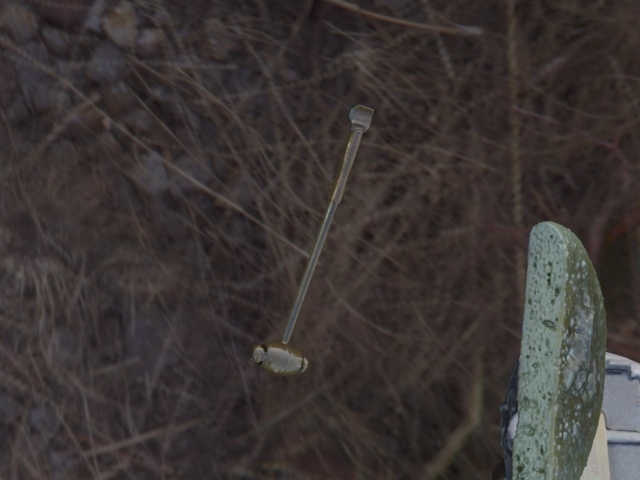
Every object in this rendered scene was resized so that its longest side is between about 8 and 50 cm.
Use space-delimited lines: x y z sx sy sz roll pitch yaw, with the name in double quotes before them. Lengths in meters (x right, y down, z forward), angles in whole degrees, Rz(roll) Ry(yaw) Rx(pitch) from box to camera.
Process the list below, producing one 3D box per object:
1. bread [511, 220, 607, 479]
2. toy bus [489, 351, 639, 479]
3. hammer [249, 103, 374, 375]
"bread" 0.164 0.087 1.060 0.036 0.112 0.193 4 88 28
"toy bus" 0.208 0.245 1.274 0.138 0.097 0.342 3 56 -1
"hammer" 0.000 0.000 0.705 0.029 0.014 0.123 20 89 -33
